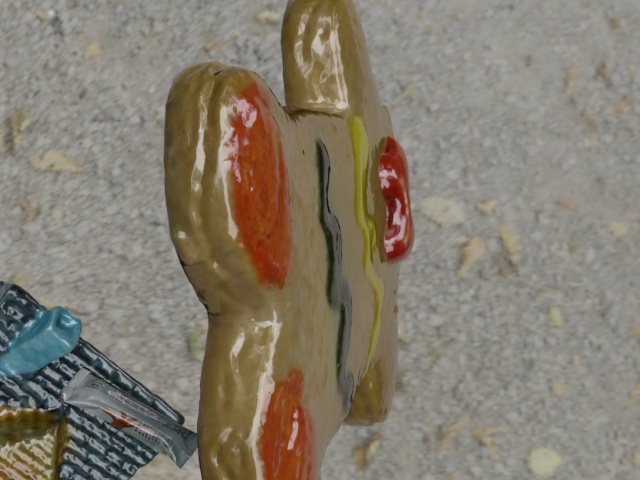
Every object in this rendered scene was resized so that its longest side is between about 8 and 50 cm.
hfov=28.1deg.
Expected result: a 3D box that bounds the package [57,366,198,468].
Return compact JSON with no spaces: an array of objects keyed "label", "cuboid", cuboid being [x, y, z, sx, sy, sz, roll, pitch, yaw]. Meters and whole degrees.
[{"label":"package","cuboid":[-0.140,0.131,0.954,0.110,0.015,0.037,28,45,8]}]

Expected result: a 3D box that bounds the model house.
[{"label":"model house","cuboid":[-0.268,0.179,1.223,0.261,0.241,0.226,42,39,-30]}]

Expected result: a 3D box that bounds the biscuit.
[{"label":"biscuit","cuboid":[0.000,0.000,0.950,0.394,0.076,0.368,-34,120,-69]}]
